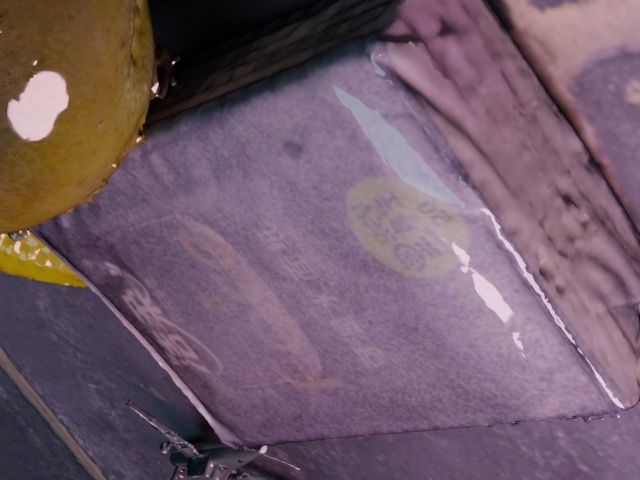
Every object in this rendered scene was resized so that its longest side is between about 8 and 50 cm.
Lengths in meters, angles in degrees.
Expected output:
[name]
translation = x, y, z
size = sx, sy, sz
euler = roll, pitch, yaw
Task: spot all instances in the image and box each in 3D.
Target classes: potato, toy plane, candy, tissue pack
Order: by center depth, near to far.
[potato]
translation = -0.272, -0.120, 0.798
size = 0.359, 0.219, 0.270
euler = -6, 123, 10
[tissue pack]
translation = 0.000, 0.000, 0.905
size = 0.394, 0.124, 0.288
euler = -13, 122, 47
[candy]
translation = -0.268, -0.021, 1.141
size = 0.199, 0.094, 0.106
euler = 31, 139, -2
[toy plane]
translation = -0.099, 0.204, 1.278
size = 0.226, 0.058, 0.226
euler = 31, 147, -19
